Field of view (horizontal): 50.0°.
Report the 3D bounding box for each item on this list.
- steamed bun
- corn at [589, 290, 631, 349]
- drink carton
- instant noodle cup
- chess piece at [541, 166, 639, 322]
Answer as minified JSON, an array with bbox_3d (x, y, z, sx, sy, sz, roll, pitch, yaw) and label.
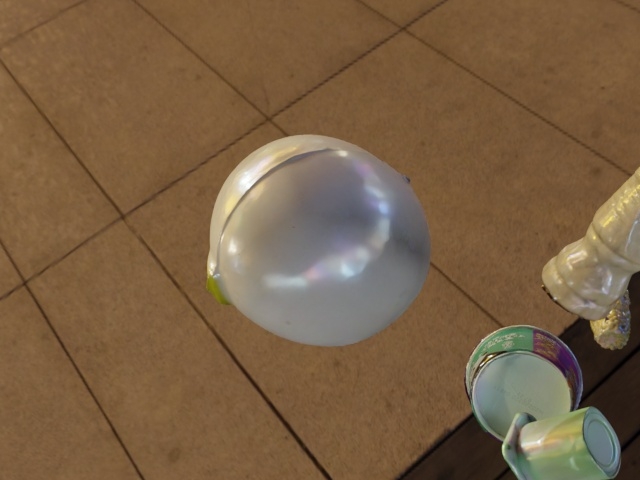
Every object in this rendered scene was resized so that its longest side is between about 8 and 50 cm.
[{"bbox_3d":[0.002,0.004,1.093,0.334,0.374,0.333,-27,49,36],"label":"steamed bun"},{"bbox_3d":[0.569,0.103,1.357,0.087,0.086,0.288,7,34,16],"label":"corn"},{"bbox_3d":[0.421,0.357,1.173,0.146,0.142,0.144,54,39,-4],"label":"drink carton"},{"bbox_3d":[0.413,0.307,1.413,0.251,0.190,0.251,0,89,18],"label":"instant noodle cup"},{"bbox_3d":[0.464,-0.021,1.019,0.137,0.300,0.137,18,36,-14],"label":"chess piece"}]
